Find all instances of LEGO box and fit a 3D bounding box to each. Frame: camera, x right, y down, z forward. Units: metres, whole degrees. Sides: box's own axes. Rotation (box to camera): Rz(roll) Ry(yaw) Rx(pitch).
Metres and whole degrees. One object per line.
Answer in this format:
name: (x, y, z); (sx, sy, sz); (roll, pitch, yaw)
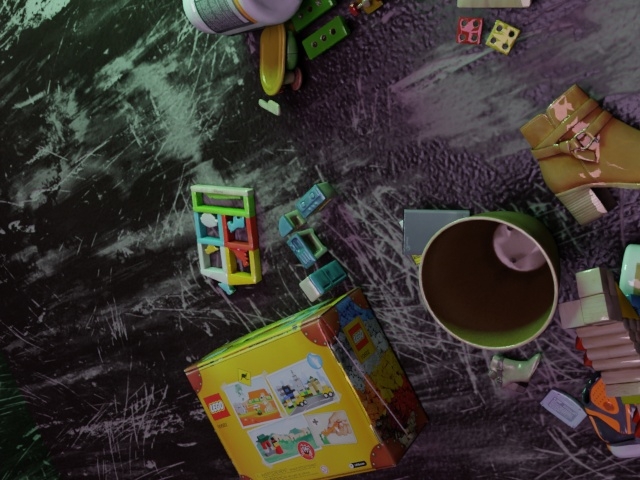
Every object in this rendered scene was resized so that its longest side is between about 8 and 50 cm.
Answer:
LEGO box: (-0.050, 0.386, 1.554); (0.500, 0.193, 0.373); (-26, 91, 36)

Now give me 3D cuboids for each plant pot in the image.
plant pot: (0.340, 0.039, 1.147); (0.237, 0.254, 0.237); (12, 113, 30)

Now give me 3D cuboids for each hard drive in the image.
hard drive: (0.237, -0.016, 1.285); (0.135, 0.022, 0.094); (1, 91, 2)

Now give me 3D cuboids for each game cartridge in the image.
game cartridge: (0.506, 0.345, 1.294); (0.083, 0.017, 0.056); (37, 126, 17)

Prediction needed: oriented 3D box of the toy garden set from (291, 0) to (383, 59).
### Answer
toy garden set: (0.011, -0.535, 1.290); (0.203, 0.049, 0.244); (-23, 92, 38)

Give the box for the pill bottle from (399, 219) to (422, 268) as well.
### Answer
pill bottle: (0.215, 0.002, 1.331); (0.065, 0.065, 0.116); (-28, 90, 36)

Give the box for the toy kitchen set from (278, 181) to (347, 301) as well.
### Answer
toy kitchen set: (0.000, 0.000, 1.433); (0.166, 0.122, 0.207); (-41, 83, 35)

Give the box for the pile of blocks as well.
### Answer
pile of blocks: (0.511, 0.196, 1.046); (0.112, 0.149, 0.362); (-24, 101, 50)

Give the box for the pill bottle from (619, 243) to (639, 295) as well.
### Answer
pill bottle: (0.634, 0.081, 1.048); (0.229, 0.131, 0.131); (6, 110, 31)

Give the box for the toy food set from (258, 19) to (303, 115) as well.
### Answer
toy food set: (-0.082, -0.393, 1.389); (0.128, 0.071, 0.218); (29, 120, 58)

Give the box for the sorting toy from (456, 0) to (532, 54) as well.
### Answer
sorting toy: (0.318, -0.475, 1.111); (0.132, 0.046, 0.275); (11, 112, 29)

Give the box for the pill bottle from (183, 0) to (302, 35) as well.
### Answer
pill bottle: (-0.170, -0.516, 1.302); (0.278, 0.162, 0.162); (13, 115, 52)

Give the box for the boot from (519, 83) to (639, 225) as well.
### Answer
boot: (0.505, -0.181, 1.072); (0.283, 0.109, 0.220); (-37, 81, 43)

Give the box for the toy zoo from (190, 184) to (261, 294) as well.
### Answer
toy zoo: (-0.247, 0.003, 1.649); (0.192, 0.030, 0.294); (6, 110, 31)

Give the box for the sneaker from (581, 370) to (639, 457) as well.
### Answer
sneaker: (0.622, 0.272, 1.127); (0.321, 0.124, 0.180); (-35, 87, 36)

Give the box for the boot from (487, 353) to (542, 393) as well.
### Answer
boot: (0.405, 0.267, 1.316); (0.087, 0.042, 0.119); (29, 119, 24)
